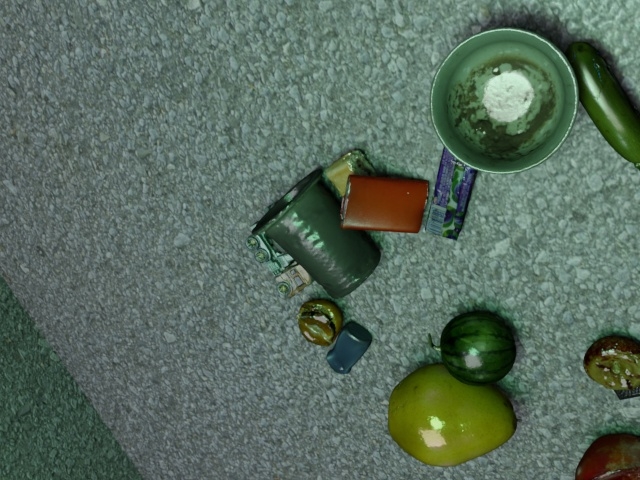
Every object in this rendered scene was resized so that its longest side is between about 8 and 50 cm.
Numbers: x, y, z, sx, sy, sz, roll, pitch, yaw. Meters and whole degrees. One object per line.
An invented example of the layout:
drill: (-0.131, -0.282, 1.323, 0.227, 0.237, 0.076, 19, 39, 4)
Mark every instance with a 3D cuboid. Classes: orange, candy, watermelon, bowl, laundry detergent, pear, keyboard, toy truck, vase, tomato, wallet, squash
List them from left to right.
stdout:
toy truck: (-0.102, 0.025, 1.923, 0.140, 0.108, 0.257, -30, 98, 26)
vase: (0.000, 0.000, 1.765, 0.291, 0.245, 0.245, 48, 131, -9)
orange: (0.004, 0.233, 1.981, 0.170, 0.112, 0.160, 20, 142, 49)
laundry detergent: (0.078, 0.337, 2.032, 0.096, 0.061, 0.206, 28, 130, 3)
wallet: (0.156, -0.088, 1.664, 0.204, 0.045, 0.142, 3, 113, -11)
pear: (0.347, 0.478, 1.808, 0.336, 0.285, 0.285, 23, 129, 34)
candy: (0.318, -0.144, 1.591, 0.088, 0.061, 0.312, 20, 127, 18)
watermelon: (0.386, 0.278, 1.720, 0.214, 0.188, 0.188, -7, 117, 6)
bowl: (0.381, -0.290, 1.391, 0.289, 0.146, 0.289, 6, 108, 20)
squash: (0.588, -0.253, 1.350, 0.087, 0.087, 0.331, -30, 102, 40)
tomato: (0.760, 0.569, 1.715, 0.233, 0.139, 0.200, 9, 138, -15)
keyboard: (0.806, 0.344, 1.631, 0.198, 0.010, 0.063, -26, 105, 39)

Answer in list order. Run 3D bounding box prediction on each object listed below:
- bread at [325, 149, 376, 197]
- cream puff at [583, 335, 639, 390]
bread: (0.084, -0.163, 1.711, 0.106, 0.082, 0.125, -17, 118, 48)
cream puff: (0.707, 0.288, 1.609, 0.149, 0.084, 0.149, 15, 128, 20)
